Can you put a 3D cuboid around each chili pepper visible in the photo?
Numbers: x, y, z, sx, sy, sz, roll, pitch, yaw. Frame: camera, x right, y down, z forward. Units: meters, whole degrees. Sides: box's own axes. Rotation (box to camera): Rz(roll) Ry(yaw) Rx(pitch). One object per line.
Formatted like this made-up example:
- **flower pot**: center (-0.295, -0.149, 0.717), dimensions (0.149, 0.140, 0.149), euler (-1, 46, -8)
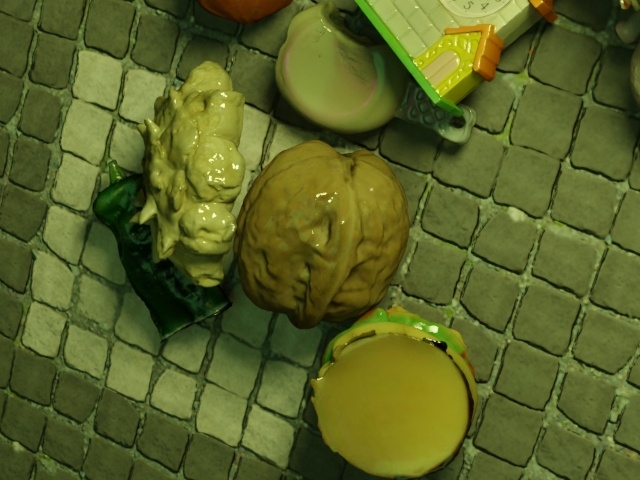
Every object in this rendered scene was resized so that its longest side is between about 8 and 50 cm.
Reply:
- **chili pepper**: center (-0.245, 0.006, 2.081), dimensions (0.136, 0.099, 0.270), euler (-27, 94, 52)

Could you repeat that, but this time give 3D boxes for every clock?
- **clock**: center (0.188, -0.322, 1.772), dimensions (0.255, 0.106, 0.219), euler (-41, 73, 14)

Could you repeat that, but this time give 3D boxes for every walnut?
- **walnut**: center (0.000, 0.000, 1.890), dimensions (0.225, 0.257, 0.257), euler (10, 109, -17)

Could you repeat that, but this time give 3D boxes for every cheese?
- **cheese**: center (0.076, -0.206, 1.893), dimensions (0.286, 0.082, 0.163), euler (23, 110, 17)

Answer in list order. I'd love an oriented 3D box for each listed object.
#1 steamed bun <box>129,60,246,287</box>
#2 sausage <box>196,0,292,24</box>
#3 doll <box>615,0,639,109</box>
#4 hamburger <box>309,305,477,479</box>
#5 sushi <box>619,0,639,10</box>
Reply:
- **steamed bun**: center (-0.186, -0.098, 1.933), dimensions (0.137, 0.292, 0.295), euler (2, 142, -11)
- **sausage**: center (-0.089, -0.421, 1.883), dimensions (0.141, 0.153, 0.268), euler (6, 109, -22)
- **doll**: center (0.415, -0.279, 1.681), dimensions (0.151, 0.151, 0.287), euler (-14, 91, 27)
- **hamburger**: center (0.101, 0.200, 1.918), dimensions (0.237, 0.149, 0.237), euler (2, 107, 7)
- **sushi**: center (0.466, -0.396, 1.544), dimensions (0.418, 0.176, 0.417), euler (0, 84, -1)
